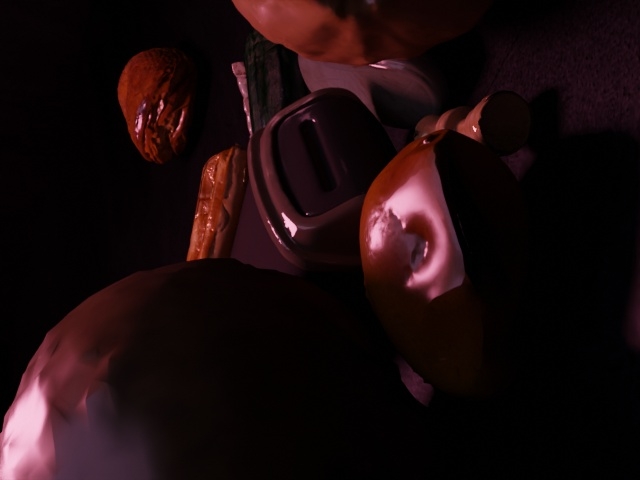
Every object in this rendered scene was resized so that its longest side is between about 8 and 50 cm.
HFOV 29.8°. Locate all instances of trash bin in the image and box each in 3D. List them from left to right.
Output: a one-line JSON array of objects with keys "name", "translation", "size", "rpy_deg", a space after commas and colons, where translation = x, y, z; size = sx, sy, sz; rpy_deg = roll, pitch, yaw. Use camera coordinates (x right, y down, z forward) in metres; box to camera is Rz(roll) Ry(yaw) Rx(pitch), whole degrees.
[{"name": "trash bin", "translation": [0.000, 0.000, 1.300], "size": [0.290, 0.182, 0.209], "rpy_deg": [111, 149, -42]}]

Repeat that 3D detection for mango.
[{"name": "mango", "translation": [0.114, 0.026, 1.063], "size": [0.166, 0.136, 0.236], "rpy_deg": [-28, 70, 50]}]

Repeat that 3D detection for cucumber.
[{"name": "cucumber", "translation": [-0.066, -0.189, 1.674], "size": [0.115, 0.063, 0.244], "rpy_deg": [123, 145, -48]}]

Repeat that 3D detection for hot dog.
[{"name": "hot dog", "translation": [-0.294, -0.249, 2.171], "size": [0.272, 0.122, 0.196], "rpy_deg": [-127, 50, -65]}, {"name": "hot dog", "translation": [-0.152, -0.019, 1.805], "size": [0.109, 0.072, 0.269], "rpy_deg": [175, 106, -68]}]

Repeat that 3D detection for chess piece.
[{"name": "chess piece", "translation": [0.138, -0.104, 1.156], "size": [0.172, 0.060, 0.060], "rpy_deg": [175, 101, -70]}]

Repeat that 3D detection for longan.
[{"name": "longan", "translation": [-0.086, 0.236, 1.081], "size": [0.436, 0.404, 0.404], "rpy_deg": [57, 142, 19]}]

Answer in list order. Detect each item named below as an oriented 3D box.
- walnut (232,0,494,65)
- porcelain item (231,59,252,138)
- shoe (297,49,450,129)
[{"name": "walnut", "translation": [0.038, -0.350, 1.124], "size": [0.383, 0.383, 0.384], "rpy_deg": [-173, 90, -68]}, {"name": "porcelain item", "translation": [-0.103, -0.201, 1.786], "size": [0.075, 0.021, 0.136], "rpy_deg": [-66, -37, -81]}, {"name": "shoe", "translation": [0.070, -0.192, 1.315], "size": [0.100, 0.103, 0.251], "rpy_deg": [-44, 30, -19]}]
